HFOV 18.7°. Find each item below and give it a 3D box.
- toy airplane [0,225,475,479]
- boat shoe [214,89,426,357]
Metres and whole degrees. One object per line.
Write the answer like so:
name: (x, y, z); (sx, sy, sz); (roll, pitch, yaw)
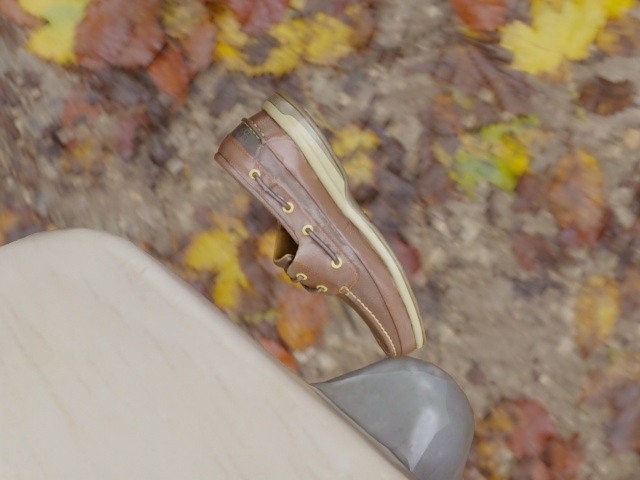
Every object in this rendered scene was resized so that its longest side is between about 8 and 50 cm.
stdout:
toy airplane: (0.058, 0.169, 0.334); (0.384, 0.386, 0.272); (0, 145, 16)
boat shoe: (0.000, 0.000, 1.114); (0.060, 0.064, 0.178); (-35, 114, -7)
